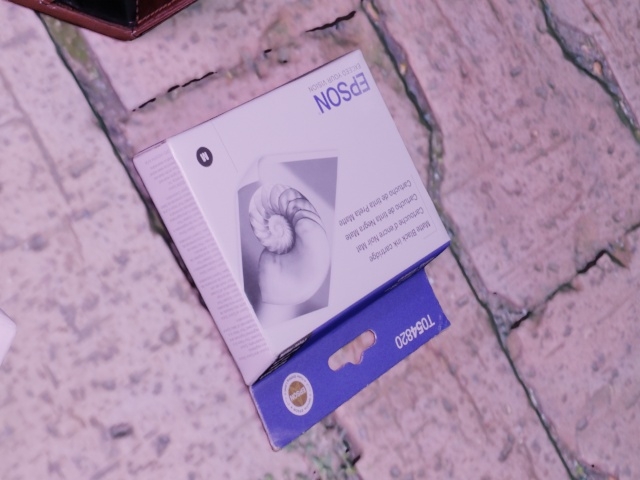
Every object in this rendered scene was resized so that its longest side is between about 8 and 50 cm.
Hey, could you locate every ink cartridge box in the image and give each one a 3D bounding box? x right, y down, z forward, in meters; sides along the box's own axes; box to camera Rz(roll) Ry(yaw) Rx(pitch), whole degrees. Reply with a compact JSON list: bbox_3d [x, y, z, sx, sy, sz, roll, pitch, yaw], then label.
[{"bbox_3d":[0.000,0.000,1.150,0.223,0.045,0.224,-32,99,-46],"label":"ink cartridge box"}]

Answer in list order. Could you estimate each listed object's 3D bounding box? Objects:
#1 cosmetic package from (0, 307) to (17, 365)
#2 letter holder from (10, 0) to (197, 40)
[{"bbox_3d":[-0.345,0.052,0.643,0.385,0.156,0.217,23,96,-40],"label":"cosmetic package"},{"bbox_3d":[-0.115,-0.315,1.030,0.152,0.214,0.302,16,65,-40],"label":"letter holder"}]
